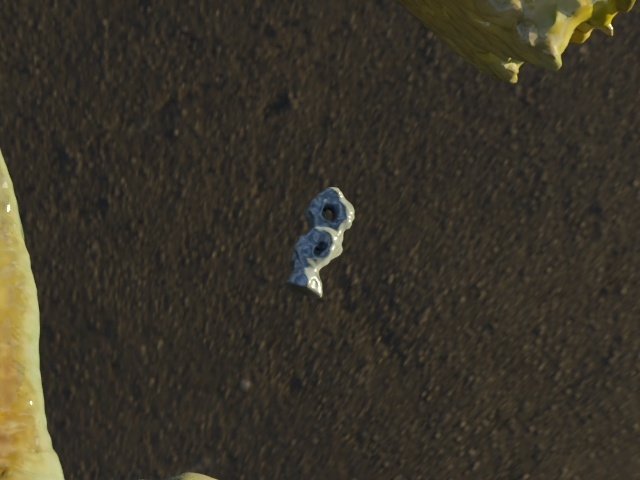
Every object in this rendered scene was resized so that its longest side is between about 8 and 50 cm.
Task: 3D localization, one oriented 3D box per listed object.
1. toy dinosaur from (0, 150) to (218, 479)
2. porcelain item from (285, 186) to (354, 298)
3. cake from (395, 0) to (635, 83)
[{"bbox_3d":[-0.086,0.094,0.392,0.092,0.205,0.393,-3,85,12],"label":"toy dinosaur"},{"bbox_3d":[0.000,0.000,0.982,0.036,0.028,0.083,16,68,5],"label":"porcelain item"},{"bbox_3d":[0.132,-0.264,0.798,0.227,0.222,0.286,40,92,-14],"label":"cake"}]
